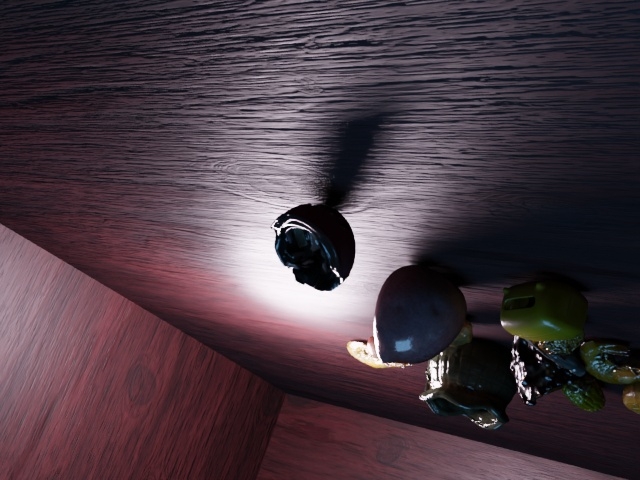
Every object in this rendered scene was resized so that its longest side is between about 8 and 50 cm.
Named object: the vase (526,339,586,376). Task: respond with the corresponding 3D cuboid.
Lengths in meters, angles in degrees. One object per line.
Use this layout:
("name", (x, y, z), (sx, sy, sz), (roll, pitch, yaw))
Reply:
("vase", (0.589, 0.275, 1.903), (0.211, 0.060, 0.060), (39, 156, -15))

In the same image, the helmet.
("helmet", (0.000, 0.000, 1.675), (0.198, 0.154, 0.253), (36, 145, 13))

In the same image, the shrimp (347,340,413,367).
("shrimp", (0.203, 0.402, 2.695), (0.287, 0.063, 0.152), (-3, 139, 51))

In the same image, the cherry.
("cherry", (0.238, 0.187, 1.818), (0.206, 0.239, 0.239), (-2, 152, 30))

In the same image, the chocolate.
("chocolate", (0.599, 0.366, 2.026), (0.206, 0.177, 0.224), (16, 162, 13))

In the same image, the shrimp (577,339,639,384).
("shrimp", (0.743, 0.298, 1.857), (0.249, 0.068, 0.150), (-6, 130, 51))

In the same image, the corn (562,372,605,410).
("corn", (0.757, 0.432, 2.173), (0.097, 0.097, 0.262), (5, 161, 36))

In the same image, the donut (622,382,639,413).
("donut", (0.877, 0.388, 1.910), (0.227, 0.113, 0.226), (17, 162, 6))

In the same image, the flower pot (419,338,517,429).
("flower pot", (0.451, 0.430, 2.284), (0.302, 0.213, 0.302), (18, 160, 7))

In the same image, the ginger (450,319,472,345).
("ginger", (0.316, 0.250, 2.139), (0.131, 0.086, 0.294), (6, 175, -32))

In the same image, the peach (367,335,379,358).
("peach", (0.194, 0.352, 2.527), (0.083, 0.083, 0.083), (18, 161, 6))

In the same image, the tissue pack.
("tissue pack", (0.475, 0.151, 1.647), (0.127, 0.123, 0.178), (23, 162, -20))

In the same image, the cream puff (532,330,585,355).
("cream puff", (0.560, 0.219, 1.789), (0.119, 0.104, 0.133), (39, 153, -28))
